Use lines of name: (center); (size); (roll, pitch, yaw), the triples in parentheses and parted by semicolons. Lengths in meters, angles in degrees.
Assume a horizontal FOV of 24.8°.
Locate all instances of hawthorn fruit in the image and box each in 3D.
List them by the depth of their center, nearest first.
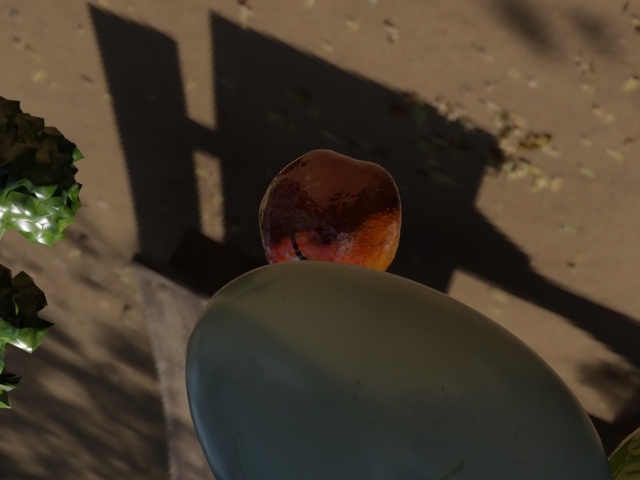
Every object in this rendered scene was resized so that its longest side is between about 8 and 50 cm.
hawthorn fruit: (0.002, -0.014, 1.214); (0.125, 0.140, 0.125); (21, 119, 43)

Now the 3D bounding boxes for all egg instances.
egg: (0.042, 0.116, 0.795); (0.264, 0.183, 0.183); (40, 157, -1)

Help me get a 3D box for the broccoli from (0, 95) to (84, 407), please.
broccoli: (-0.191, 0.091, 0.377); (0.283, 0.321, 0.303); (52, -168, -35)

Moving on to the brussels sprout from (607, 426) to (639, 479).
brussels sprout: (0.264, 0.218, 0.970); (0.223, 0.223, 0.161); (10, 138, 35)
